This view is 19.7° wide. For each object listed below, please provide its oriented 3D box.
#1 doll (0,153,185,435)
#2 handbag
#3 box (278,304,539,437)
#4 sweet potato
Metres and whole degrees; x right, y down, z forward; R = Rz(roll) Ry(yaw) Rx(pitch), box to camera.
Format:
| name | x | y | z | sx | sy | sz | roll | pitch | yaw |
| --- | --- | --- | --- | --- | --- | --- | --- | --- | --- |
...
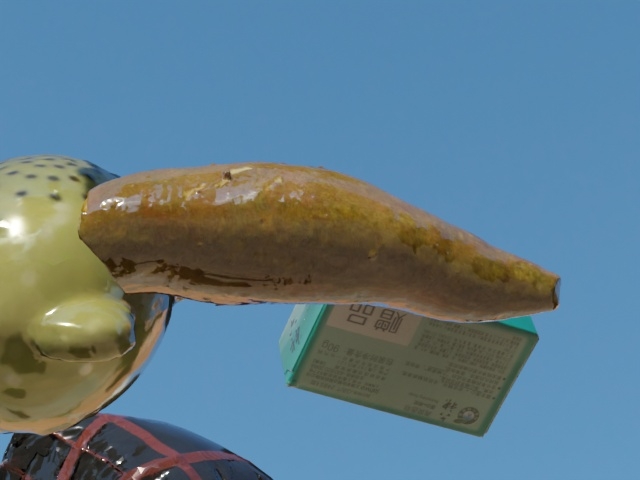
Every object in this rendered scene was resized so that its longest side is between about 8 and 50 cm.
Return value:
| name | x | y | z | sx | sy | sz | roll | pitch | yaw |
| --- | --- | --- | --- | --- | --- | --- | --- | --- | --- |
| doll | -0.209 | 0.024 | 1.050 | 0.260 | 0.177 | 0.161 | 8 | -77 | 13 |
| handbag | -0.140 | 0.220 | 1.447 | 0.215 | 0.155 | 0.169 | 22 | 0 | 38 |
| box | 0.094 | 0.107 | 2.009 | 0.245 | 0.092 | 0.153 | 17 | -63 | -19 |
| sweet potato | 0.000 | 0.000 | 0.907 | 0.243 | 0.077 | 0.077 | 4 | -43 | -14 |
